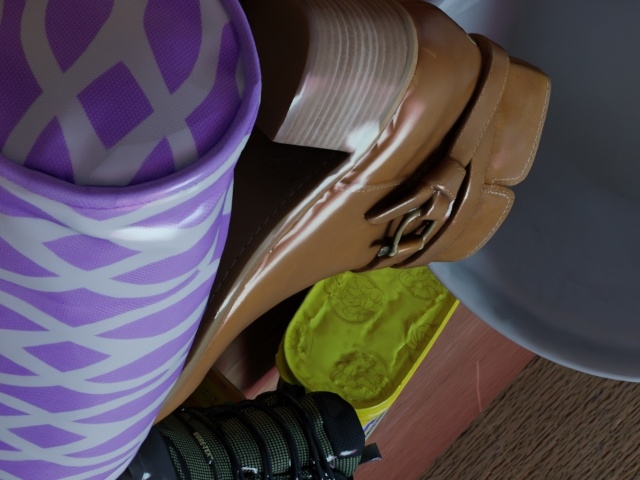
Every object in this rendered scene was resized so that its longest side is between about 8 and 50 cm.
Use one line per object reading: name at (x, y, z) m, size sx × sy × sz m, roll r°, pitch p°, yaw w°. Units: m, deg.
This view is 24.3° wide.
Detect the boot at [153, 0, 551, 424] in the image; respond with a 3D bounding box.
boot at (0.000, 0.000, 0.563) m, size 0.152 × 0.073 × 0.197 m, roll 5°, pitch 127°, yaw -49°

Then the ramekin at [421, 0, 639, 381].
ramekin at (0.137, -0.052, 0.644) m, size 0.109 × 0.207 × 0.207 m, roll -46°, pitch 171°, yaw -43°

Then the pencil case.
pencil case at (-0.073, 0.004, 0.424) m, size 0.206 × 0.086 × 0.088 m, roll 119°, pitch -14°, yaw -56°

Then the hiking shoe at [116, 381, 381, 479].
hiking shoe at (-0.040, 0.103, 0.748) m, size 0.114 × 0.086 × 0.227 m, roll -33°, pitch 160°, yaw 5°

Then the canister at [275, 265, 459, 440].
canister at (0.024, 0.066, 0.904) m, size 0.126 × 0.073 × 0.170 m, roll -55°, pitch 173°, yaw -20°

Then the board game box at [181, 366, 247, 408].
board game box at (-0.138, 0.184, 0.878) m, size 0.259 × 0.039 × 0.124 m, roll -46°, pitch 166°, yaw -8°
